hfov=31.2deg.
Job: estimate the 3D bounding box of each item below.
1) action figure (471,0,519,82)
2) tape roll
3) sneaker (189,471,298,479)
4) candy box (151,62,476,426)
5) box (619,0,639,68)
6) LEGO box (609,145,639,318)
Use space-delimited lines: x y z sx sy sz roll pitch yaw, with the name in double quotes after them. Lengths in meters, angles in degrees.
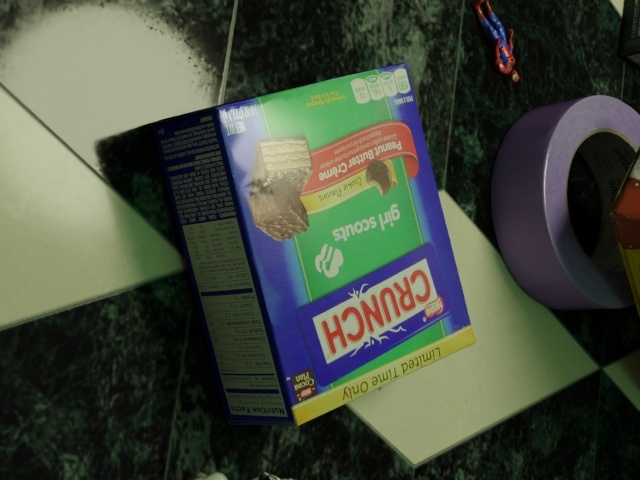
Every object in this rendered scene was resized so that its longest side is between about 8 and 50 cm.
0.228 -0.255 1.459 0.038 0.030 0.115 -36 110 -41 "action figure"
0.346 -0.047 1.495 0.274 0.090 0.275 5 81 -40 "tape roll"
-0.019 0.297 1.155 0.292 0.110 0.118 17 66 -38 "sneaker"
0.000 0.000 1.182 0.268 0.122 0.317 -20 99 -40 "candy box"
0.544 -0.318 1.706 0.232 0.059 0.183 20 73 -36 "box"
0.609 0.081 1.425 0.193 0.372 0.500 -59 141 -27 "LEGO box"
